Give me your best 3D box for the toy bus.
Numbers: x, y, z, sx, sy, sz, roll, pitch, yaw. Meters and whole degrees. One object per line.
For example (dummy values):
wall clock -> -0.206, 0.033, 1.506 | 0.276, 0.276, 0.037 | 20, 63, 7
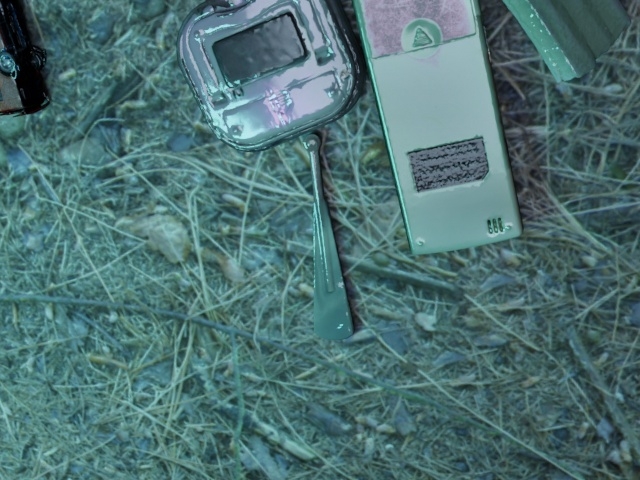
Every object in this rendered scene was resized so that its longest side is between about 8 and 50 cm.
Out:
toy bus -> -0.412, -0.269, 1.136 | 0.096, 0.073, 0.235 | -4, 109, 22

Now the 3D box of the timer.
timer -> -0.060, -0.212, 1.087 | 0.208, 0.069, 0.191 | -22, 101, 18

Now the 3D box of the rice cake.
rice cake -> 0.234, -0.294, 0.985 | 0.237, 0.127, 0.043 | 49, 155, -11

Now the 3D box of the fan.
fan -> 0.000, 0.000, 1.176 | 0.057, 0.023, 0.282 | -1, 109, 21

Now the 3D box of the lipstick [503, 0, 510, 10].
lipstick -> 0.185, -0.323, 1.014 | 0.040, 0.040, 0.141 | -35, 100, 20

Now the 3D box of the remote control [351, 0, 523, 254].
remote control -> 0.139, -0.154, 1.078 | 0.145, 0.050, 0.344 | -10, 107, 14
